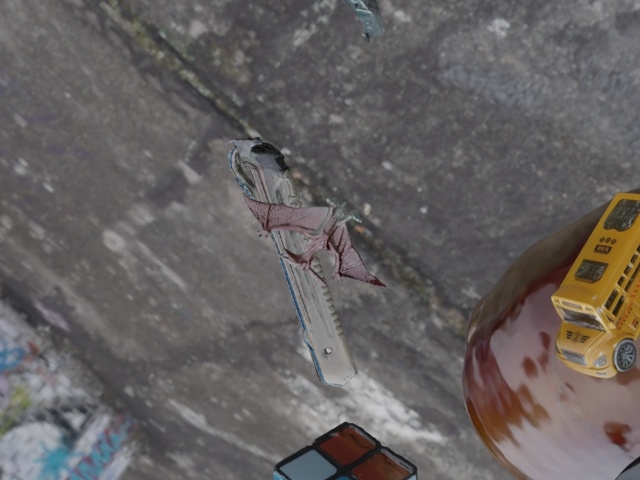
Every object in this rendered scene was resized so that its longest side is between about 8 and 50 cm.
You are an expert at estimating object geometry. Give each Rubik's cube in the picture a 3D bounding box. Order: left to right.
[{"bbox_3d":[0.043,0.435,1.561,0.183,0.180,0.167,25,131,43],"label":"Rubik's cube"}]

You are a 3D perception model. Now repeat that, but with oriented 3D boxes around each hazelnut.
[{"bbox_3d":[0.335,0.135,1.068,0.359,0.359,0.409,33,150,10],"label":"hazelnut"}]

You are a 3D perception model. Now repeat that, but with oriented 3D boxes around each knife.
[{"bbox_3d":[-0.031,0.028,1.265,0.089,0.043,0.365,-13,102,44],"label":"knife"}]

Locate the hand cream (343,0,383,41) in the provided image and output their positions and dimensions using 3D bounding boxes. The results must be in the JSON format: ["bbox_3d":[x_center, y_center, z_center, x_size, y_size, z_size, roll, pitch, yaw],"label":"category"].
[{"bbox_3d":[-0.028,-0.269,0.781,0.052,0.075,0.248,-38,80,30],"label":"hand cream"}]

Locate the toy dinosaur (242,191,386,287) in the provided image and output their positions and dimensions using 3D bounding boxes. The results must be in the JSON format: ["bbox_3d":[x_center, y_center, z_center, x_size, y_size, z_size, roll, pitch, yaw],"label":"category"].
[{"bbox_3d":[0.000,-0.001,1.094,0.220,0.108,0.032,33,-156,-22],"label":"toy dinosaur"}]

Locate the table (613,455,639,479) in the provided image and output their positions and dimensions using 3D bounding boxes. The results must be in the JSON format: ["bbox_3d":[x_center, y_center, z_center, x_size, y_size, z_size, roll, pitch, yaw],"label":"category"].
[{"bbox_3d":[0.231,0.190,0.570,0.133,0.133,0.043,26,-170,26],"label":"table"}]

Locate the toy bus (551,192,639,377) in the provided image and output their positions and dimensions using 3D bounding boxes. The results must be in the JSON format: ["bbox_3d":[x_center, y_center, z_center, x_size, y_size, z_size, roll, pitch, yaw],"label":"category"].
[{"bbox_3d":[0.262,0.039,0.845,0.074,0.162,0.069,40,167,-29],"label":"toy bus"}]
